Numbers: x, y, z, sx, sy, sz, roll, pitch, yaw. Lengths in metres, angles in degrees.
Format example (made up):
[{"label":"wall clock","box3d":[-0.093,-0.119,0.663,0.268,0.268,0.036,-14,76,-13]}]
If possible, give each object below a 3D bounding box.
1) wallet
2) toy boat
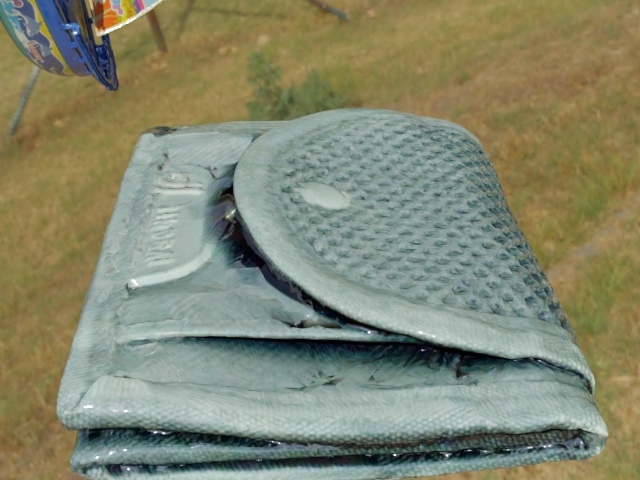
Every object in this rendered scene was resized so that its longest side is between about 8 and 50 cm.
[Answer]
[{"label":"wallet","box3d":[0.000,0.000,0.576,0.237,0.075,0.342,0,27,-3]},{"label":"toy boat","box3d":[-0.115,-0.141,0.540,0.110,0.175,0.091,-8,53,-1]}]
